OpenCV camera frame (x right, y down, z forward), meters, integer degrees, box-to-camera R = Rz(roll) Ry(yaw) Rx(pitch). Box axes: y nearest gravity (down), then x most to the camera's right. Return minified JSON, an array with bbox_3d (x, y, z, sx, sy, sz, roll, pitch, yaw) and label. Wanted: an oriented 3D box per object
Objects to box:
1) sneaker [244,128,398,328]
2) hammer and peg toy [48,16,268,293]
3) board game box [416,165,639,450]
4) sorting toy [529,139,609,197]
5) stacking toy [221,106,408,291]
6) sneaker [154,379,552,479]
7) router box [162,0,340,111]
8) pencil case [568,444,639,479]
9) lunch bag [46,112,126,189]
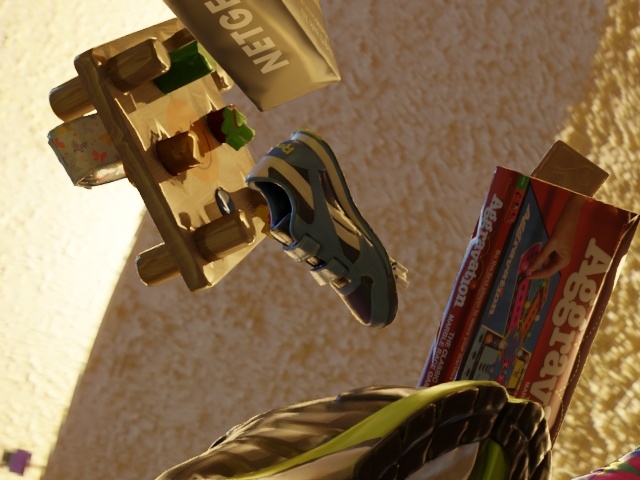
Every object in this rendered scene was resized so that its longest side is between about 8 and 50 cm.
[{"bbox_3d":[0.000,0.000,0.924,0.059,0.053,0.144,-30,-90,-31],"label":"sneaker"},{"bbox_3d":[-0.118,-0.105,1.461,0.127,0.361,0.266,-23,-82,20],"label":"hammer and peg toy"},{"bbox_3d":[0.134,0.096,1.007,0.027,0.145,0.281,26,-81,47],"label":"board game box"},{"bbox_3d":[0.229,-0.051,1.331,0.062,0.012,0.083,34,-58,0],"label":"sorting toy"},{"bbox_3d":[-0.008,-0.040,1.396,0.052,0.167,0.221,-43,-143,15],"label":"stacking toy"},{"bbox_3d":[-0.035,0.141,0.664,0.121,0.300,0.111,0,-79,60],"label":"sneaker"},{"bbox_3d":[-0.094,-0.277,1.102,0.081,0.309,0.243,-20,-115,12],"label":"router box"},{"bbox_3d":[0.238,0.275,1.325,0.236,0.104,0.104,-19,-114,-15],"label":"pencil case"},{"bbox_3d":[-0.246,-0.095,1.493,0.071,0.083,0.053,55,-42,16],"label":"lunch bag"}]
